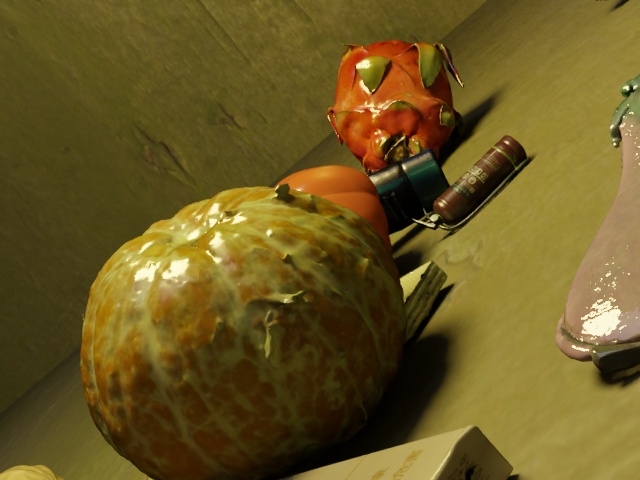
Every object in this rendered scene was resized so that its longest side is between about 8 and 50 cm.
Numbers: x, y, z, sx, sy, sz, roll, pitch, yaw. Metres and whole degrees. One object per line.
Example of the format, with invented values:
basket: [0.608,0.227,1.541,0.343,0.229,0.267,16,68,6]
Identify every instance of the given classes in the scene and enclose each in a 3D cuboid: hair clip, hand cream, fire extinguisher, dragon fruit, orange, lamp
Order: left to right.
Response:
orange: [-0.079,0.085,1.170,0.329,0.249,0.329,-19,24,9]
lamp: [0.000,0.000,1.509,0.164,0.187,0.187,-12,5,-9]
hand cream: [0.045,-0.033,1.634,0.270,0.120,0.061,-25,39,9]
dragon fruit: [0.122,-0.208,1.938,0.224,0.227,0.224,-16,-20,-6]
fire extinguisher: [0.190,-0.064,1.505,0.158,0.043,0.064,-44,52,-8]
hair clip: [0.267,-0.026,0.944,0.358,0.110,0.095,-60,-20,-51]

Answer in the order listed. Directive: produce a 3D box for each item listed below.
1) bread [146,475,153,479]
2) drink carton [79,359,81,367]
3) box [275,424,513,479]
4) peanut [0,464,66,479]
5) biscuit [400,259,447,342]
bread: [-0.163,0.276,1.479,0.074,0.084,0.139,-38,41,20]
drink carton: [-0.304,0.210,1.966,0.146,0.142,0.144,-43,8,3]
box: [-0.030,0.253,0.913,0.204,0.051,0.365,-48,11,-35]
peanut: [-0.408,0.379,1.611,0.152,0.152,0.313,-49,8,-37]
biscuit: [0.048,0.100,1.340,0.199,0.040,0.121,-32,17,46]
